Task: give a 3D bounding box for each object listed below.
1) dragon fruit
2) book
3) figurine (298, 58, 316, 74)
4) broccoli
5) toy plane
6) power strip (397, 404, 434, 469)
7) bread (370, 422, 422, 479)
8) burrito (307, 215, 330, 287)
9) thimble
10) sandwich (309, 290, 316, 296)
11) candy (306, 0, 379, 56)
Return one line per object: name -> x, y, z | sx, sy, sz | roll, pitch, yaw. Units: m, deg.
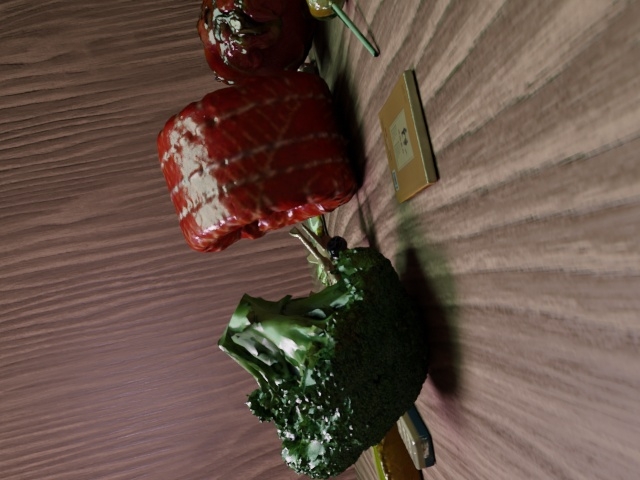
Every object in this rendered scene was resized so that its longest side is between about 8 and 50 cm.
dragon fruit -> -0.118, -0.398, 1.251 | 0.315, 0.250, 0.250 | 172, 86, -71
book -> 0.093, -0.108, 0.755 | 0.172, 0.012, 0.118 | 141, 116, -85
figurine -> -0.031, -0.334, 1.408 | 0.098, 0.081, 0.146 | -31, 59, 39
broccoli -> 0.008, 0.149, 0.883 | 0.308, 0.275, 0.308 | -157, 90, -88
toy plane -> 0.045, 0.058, 1.164 | 0.229, 0.092, 0.244 | 36, -171, -40
power strip -> 0.150, 0.311, 1.085 | 0.123, 0.032, 0.056 | -120, 16, -72
bread -> 0.140, 0.427, 1.295 | 0.236, 0.070, 0.236 | 166, 90, -86
burrito -> 0.000, 0.000, 1.945 | 0.104, 0.054, 0.288 | -163, 62, -82
thimble -> -0.105, -0.131, 1.180 | 0.350, 0.350, 0.230 | 127, 125, -84
sandwich -> 0.060, 0.283, 1.689 | 0.212, 0.109, 0.292 | 72, -176, -59
candy -> 0.032, -0.284, 0.869 | 0.061, 0.061, 0.202 | 82, 165, -46
